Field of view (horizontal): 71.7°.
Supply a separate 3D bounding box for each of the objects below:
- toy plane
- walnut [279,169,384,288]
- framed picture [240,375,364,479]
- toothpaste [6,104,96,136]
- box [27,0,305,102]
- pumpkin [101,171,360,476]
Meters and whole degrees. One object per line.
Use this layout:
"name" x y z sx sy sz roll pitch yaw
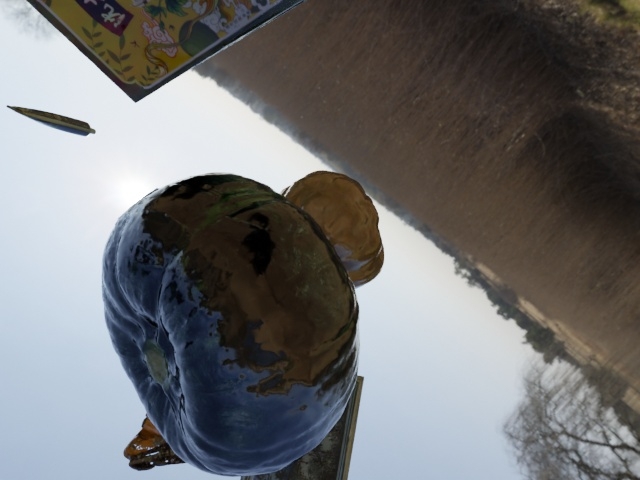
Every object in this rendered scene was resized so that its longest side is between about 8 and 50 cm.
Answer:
"toy plane" -0.146 0.331 0.761 0.315 0.103 0.204 26 -144 -12
"walnut" 0.000 0.000 0.938 0.284 0.297 0.285 9 -150 -5
"framed picture" -0.025 0.262 0.594 0.141 0.183 0.011 11 170 3
"toothpaste" -0.582 -0.262 0.982 0.057 0.035 0.197 27 -170 19
"box" -0.272 -0.478 0.709 0.373 0.419 0.138 47 -157 -52
"pumpkin" -0.088 0.078 0.486 0.238 0.316 0.315 -27 -122 -37
